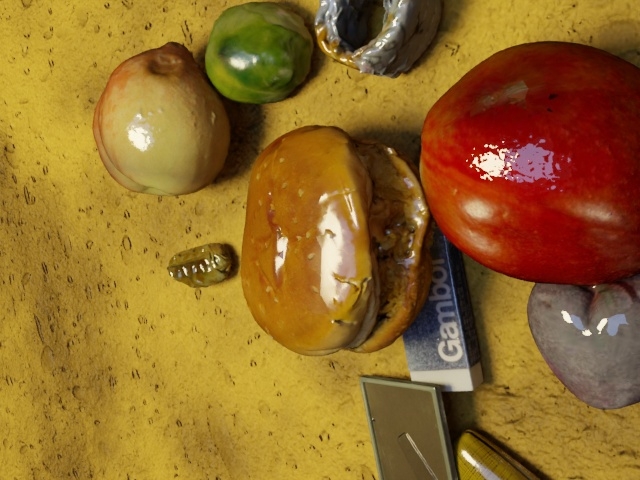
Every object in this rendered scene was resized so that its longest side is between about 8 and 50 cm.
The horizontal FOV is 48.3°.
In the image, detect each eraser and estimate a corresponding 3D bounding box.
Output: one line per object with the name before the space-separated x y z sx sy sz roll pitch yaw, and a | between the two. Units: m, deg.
eraser | 0.148 0.089 0.934 0.091 0.046 0.213 -9 92 34

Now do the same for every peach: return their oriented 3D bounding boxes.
peach | -0.223 -0.177 1.044 0.232 0.232 0.233 5 99 31
peach | 0.242 -0.075 0.723 0.274 0.245 0.249 20 97 32

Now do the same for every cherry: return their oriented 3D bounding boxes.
cherry | 0.318 0.095 0.778 0.176 0.140 0.176 20 131 24

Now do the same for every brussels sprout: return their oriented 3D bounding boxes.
brussels sprout | -0.096 -0.262 0.992 0.151 0.122 0.149 -43 77 30

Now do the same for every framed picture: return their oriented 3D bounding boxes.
framed picture | 0.122 0.285 0.960 0.150 0.015 0.203 -7 96 53

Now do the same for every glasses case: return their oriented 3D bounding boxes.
glasses case | 0.255 0.334 0.893 0.234 0.064 0.079 40 122 22

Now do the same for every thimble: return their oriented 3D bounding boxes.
thimble | 0.075 -0.283 0.886 0.127 0.118 0.151 40 114 21

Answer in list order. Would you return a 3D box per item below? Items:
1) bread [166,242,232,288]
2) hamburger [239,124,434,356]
bread | -0.187 0.041 1.131 0.110 0.060 0.066 -14 60 31
hamburger | 0.000 0.000 0.915 0.314 0.170 0.290 -2 87 61
